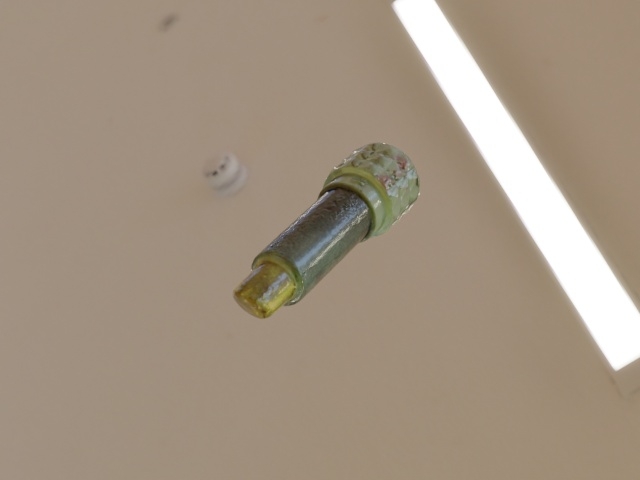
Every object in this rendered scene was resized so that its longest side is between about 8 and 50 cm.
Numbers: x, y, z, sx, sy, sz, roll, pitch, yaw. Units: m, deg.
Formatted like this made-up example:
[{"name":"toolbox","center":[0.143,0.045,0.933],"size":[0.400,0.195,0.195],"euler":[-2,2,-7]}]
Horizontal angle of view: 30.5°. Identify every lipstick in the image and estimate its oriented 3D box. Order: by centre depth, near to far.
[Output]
[{"name":"lipstick","center":[0.000,0.000,0.477],"size":[0.037,0.037,0.116],"euler":[-2,-151,36]}]
